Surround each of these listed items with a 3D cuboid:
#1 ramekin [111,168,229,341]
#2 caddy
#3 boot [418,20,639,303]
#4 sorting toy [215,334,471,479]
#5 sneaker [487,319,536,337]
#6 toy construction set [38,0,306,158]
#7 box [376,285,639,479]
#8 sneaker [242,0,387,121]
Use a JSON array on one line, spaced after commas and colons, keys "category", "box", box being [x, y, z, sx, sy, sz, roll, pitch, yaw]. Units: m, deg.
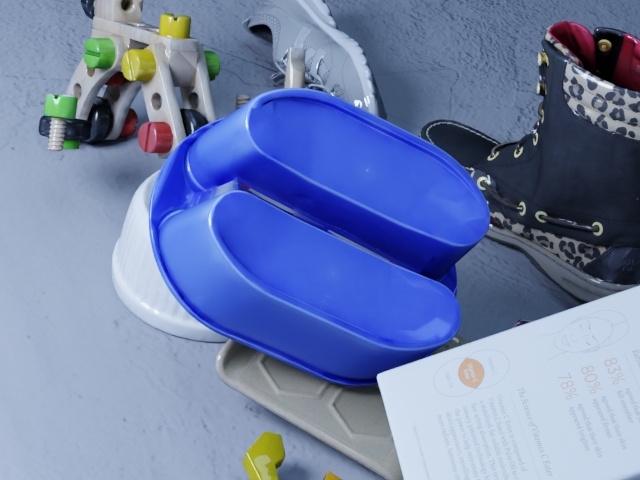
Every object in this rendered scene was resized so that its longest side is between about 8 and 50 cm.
[{"category": "ramekin", "box": [-0.119, 0.003, 1.798, 0.207, 0.109, 0.207, 9, 37, -7]}, {"category": "caddy", "box": [0.000, 0.000, 1.651, 0.341, 0.179, 0.241, 26, 66, -15]}, {"category": "boot", "box": [0.264, -0.121, 1.922, 0.138, 0.284, 0.377, -18, 42, -31]}, {"category": "sorting toy", "box": [0.009, 0.158, 1.679, 0.229, 0.041, 0.307, 32, 47, 7]}, {"category": "sneaker", "box": [0.223, 0.109, 1.825, 0.119, 0.047, 0.057, -2, 33, -31]}, {"category": "toy construction set", "box": [-0.167, -0.215, 1.903, 0.308, 0.237, 0.257, 5, 6, -16]}, {"category": "box", "box": [0.252, 0.191, 1.509, 0.345, 0.168, 0.215, -19, 40, 5]}, {"category": "sneaker", "box": [-0.005, -0.220, 2.156, 0.115, 0.105, 0.281, -30, 50, -5]}]
